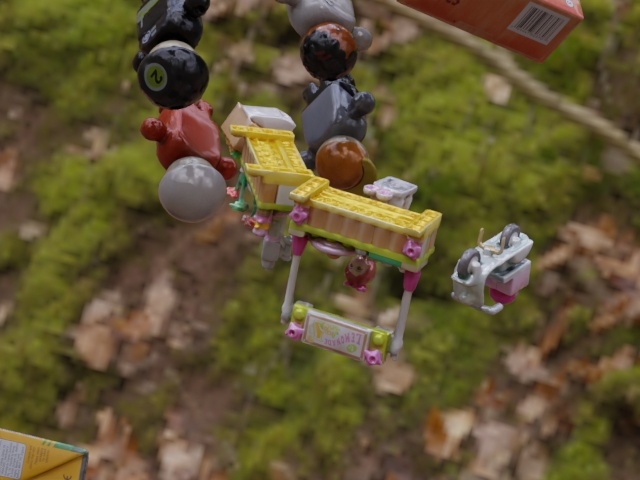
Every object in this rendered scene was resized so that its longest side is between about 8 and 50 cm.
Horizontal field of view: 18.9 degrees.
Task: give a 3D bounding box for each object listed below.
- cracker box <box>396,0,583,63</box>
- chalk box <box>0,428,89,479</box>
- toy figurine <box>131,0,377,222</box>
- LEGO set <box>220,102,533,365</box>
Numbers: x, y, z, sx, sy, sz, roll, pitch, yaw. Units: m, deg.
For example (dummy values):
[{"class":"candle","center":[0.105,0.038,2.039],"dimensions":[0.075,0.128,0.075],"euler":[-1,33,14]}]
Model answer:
[{"class":"cracker box","center":[0.133,-0.278,1.670],"dimensions":[0.156,0.067,0.232],"euler":[19,43,-27]},{"class":"chalk box","center":[-0.406,0.308,2.135],"dimensions":[0.179,0.180,0.289],"euler":[17,-18,-27]},{"class":"toy figurine","center":[-0.056,-0.128,1.659],"dimensions":[0.210,0.213,0.148],"euler":[-6,43,-2]},{"class":"LEGO set","center":[0.000,0.000,1.327],"dimensions":[0.287,0.107,0.132],"euler":[27,26,38]}]
